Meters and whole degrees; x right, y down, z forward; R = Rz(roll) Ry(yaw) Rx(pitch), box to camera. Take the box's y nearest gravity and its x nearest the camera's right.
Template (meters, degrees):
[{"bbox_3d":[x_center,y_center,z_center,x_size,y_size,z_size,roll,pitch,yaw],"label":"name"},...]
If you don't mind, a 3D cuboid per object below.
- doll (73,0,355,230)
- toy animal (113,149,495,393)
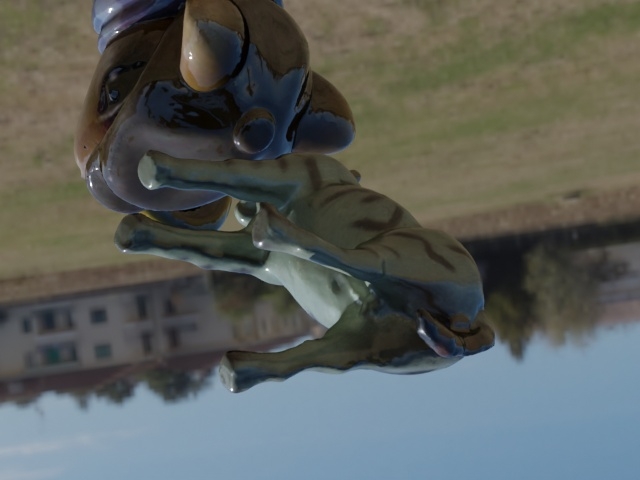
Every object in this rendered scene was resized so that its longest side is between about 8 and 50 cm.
[{"bbox_3d":[-0.130,-0.179,1.021,0.209,0.339,0.318,-28,160,11],"label":"doll"},{"bbox_3d":[-0.017,-0.004,0.707,0.170,0.089,0.255,11,-159,-20],"label":"toy animal"}]
